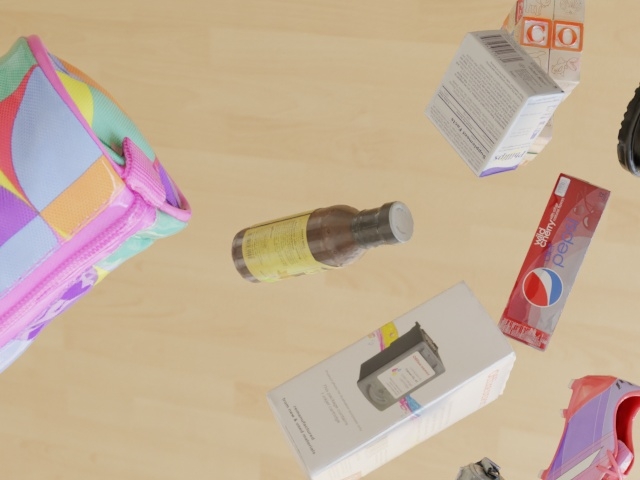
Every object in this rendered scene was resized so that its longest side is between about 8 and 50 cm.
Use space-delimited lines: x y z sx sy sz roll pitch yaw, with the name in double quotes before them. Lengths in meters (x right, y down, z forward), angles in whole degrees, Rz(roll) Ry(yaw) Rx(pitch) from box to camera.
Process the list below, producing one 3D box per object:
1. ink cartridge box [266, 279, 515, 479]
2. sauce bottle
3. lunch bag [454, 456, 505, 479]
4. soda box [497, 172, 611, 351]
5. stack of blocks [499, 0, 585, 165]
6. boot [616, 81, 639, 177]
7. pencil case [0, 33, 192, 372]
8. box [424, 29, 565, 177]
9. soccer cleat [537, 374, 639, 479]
"ink cartridge box" 0.094 0.211 1.316 0.306 0.226 0.131 -30 68 -10
"sauce bottle" 0.000 0.000 1.648 0.344 0.111 0.111 -12 104 40
"lunch bag" 0.241 0.500 1.387 0.256 0.212 0.305 36 85 -12
"soda box" 0.357 0.033 1.482 0.083 0.092 0.263 23 95 14
"stack of blocks" 0.301 -0.230 1.431 0.087 0.297 0.171 6 80 -1
"boot" 0.586 -0.191 1.324 0.260 0.131 0.348 50 121 45
"pencil case" -0.162 0.030 0.374 0.236 0.104 0.104 -43 91 0
"box" 0.216 -0.173 1.220 0.126 0.072 0.137 55 139 27
"soccer cleat" 0.302 0.269 1.088 0.095 0.248 0.083 2 154 44
